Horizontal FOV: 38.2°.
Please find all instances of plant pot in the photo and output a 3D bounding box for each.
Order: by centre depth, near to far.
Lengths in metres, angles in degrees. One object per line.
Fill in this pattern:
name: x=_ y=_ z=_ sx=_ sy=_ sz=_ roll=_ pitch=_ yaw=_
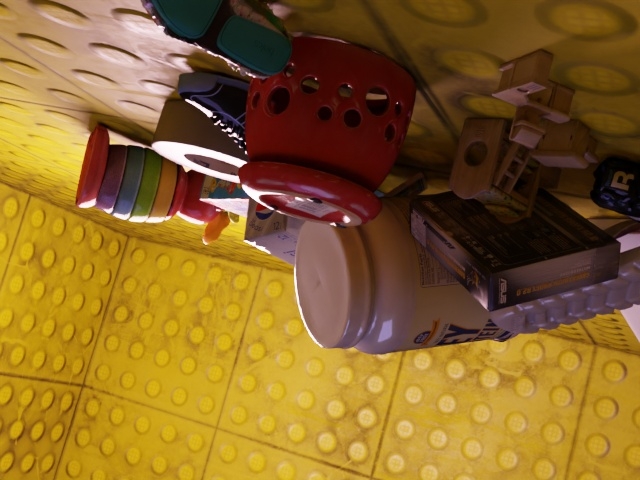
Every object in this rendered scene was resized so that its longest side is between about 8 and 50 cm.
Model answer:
plant pot: x=-0.001 y=-0.118 z=1.058 sx=0.191 sy=0.174 sz=0.191 roll=15 pitch=169 yaw=3

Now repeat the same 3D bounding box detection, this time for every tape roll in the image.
tape roll: x=-0.159 y=-0.154 z=1.497 sx=0.219 sy=0.072 sz=0.219 roll=15 pitch=173 yaw=2

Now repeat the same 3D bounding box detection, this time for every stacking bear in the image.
stacking bear: x=-0.334 y=-0.112 z=1.871 sx=0.289 sy=0.164 sz=0.175 roll=13 pitch=173 yaw=-19

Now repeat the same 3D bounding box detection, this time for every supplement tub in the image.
supplement tub: x=0.146 y=0.048 z=1.407 sx=0.324 sy=0.235 sz=0.235 roll=-5 pitch=-179 yaw=-24

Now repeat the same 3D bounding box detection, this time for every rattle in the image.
rattle: x=-0.146 y=-0.041 z=2.052 sx=0.199 sy=0.143 sz=0.130 roll=21 pitch=154 yaw=5

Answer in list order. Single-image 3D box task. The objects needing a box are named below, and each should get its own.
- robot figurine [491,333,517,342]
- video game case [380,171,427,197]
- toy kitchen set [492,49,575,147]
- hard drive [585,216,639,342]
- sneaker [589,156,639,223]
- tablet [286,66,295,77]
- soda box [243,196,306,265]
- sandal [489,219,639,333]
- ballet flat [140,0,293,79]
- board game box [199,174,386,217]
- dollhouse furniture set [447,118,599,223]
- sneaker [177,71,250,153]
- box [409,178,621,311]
robot figurine: x=0.361 y=0.141 z=2.172 sx=0.278 sy=0.174 sz=0.209 roll=10 pitch=178 yaw=39
video game case: x=0.117 y=-0.065 z=1.494 sx=0.011 sy=0.122 sz=0.087 roll=58 pitch=-177 yaw=15
toy kitchen set: x=0.221 y=-0.133 z=0.910 sx=0.083 sy=0.068 sz=0.075 roll=18 pitch=172 yaw=-19
hard drive: x=0.543 y=0.097 z=1.417 sx=0.319 sy=0.040 sz=0.210 roll=53 pitch=157 yaw=-20
sneaker: x=0.395 y=-0.055 z=1.079 sx=0.121 sy=0.079 sz=0.217 roll=16 pitch=174 yaw=-17
tablet: x=-0.059 y=-0.213 z=1.129 sx=0.083 sy=0.006 sz=0.054 roll=17 pitch=172 yaw=-8
soda box: x=0.000 y=0.000 z=1.589 sx=0.098 sy=0.091 sz=0.286 roll=-13 pitch=152 yaw=38
sandal: x=0.419 y=0.021 z=1.245 sx=0.416 sy=0.102 sz=0.169 roll=-19 pitch=152 yaw=20
ballet flat: x=-0.116 y=-0.227 z=0.890 sx=0.077 sy=0.091 sz=0.241 roll=37 pitch=-178 yaw=34
board game box: x=-0.027 y=-0.071 z=1.771 sx=0.308 sy=0.086 sz=0.302 roll=20 pitch=171 yaw=-32
dollhouse furniture set: x=0.278 y=-0.068 z=1.134 sx=0.161 sy=0.101 sz=0.182 roll=8 pitch=169 yaw=44
sneaker: x=-0.092 y=-0.157 z=1.270 sx=0.232 sy=0.090 sz=0.081 roll=17 pitch=172 yaw=-15
box: x=0.244 y=-0.004 z=1.204 sx=0.183 sy=0.056 sz=0.231 roll=-13 pitch=-150 yaw=-17
